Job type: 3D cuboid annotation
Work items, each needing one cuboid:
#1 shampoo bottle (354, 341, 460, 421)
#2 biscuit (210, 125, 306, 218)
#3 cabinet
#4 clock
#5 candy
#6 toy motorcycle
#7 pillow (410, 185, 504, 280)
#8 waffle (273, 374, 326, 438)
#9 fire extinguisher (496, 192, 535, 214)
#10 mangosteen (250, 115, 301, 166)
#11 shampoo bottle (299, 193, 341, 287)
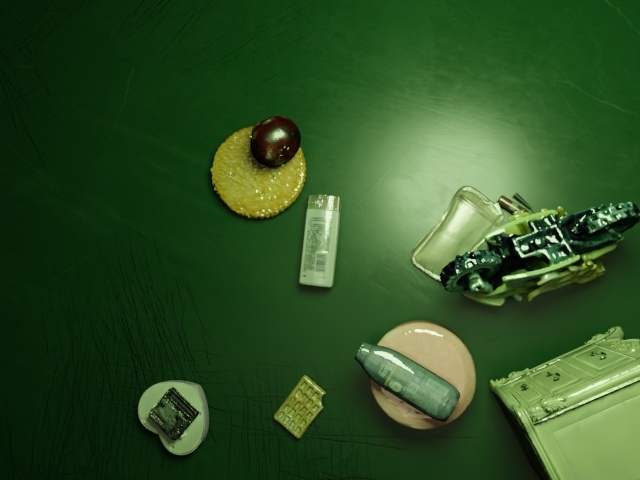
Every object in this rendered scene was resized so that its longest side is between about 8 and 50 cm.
[{"bbox_3d":[0.184,0.302,1.150,0.234,0.049,0.087,29,93,12],"label":"shampoo bottle"},{"bbox_3d":[-0.158,-0.179,1.363,0.254,0.035,0.253,-1,84,10],"label":"biscuit"},{"bbox_3d":[0.552,0.341,1.049,0.318,0.290,0.227,-28,83,6],"label":"cabinet"},{"bbox_3d":[-0.369,0.440,1.345,0.198,0.064,0.172,41,95,11],"label":"clock"},{"bbox_3d":[0.231,0.314,1.215,0.256,0.094,0.255,-1,85,11],"label":"candy"},{"bbox_3d":[0.457,0.035,1.123,0.410,0.237,0.168,-20,68,8],"label":"toy motorcycle"},{"bbox_3d":[0.326,-0.012,1.250,0.131,0.038,0.232,36,94,9],"label":"pillow"},{"bbox_3d":[-0.045,0.412,1.303,0.092,0.021,0.135,39,95,13],"label":"waffle"},{"bbox_3d":[0.469,-0.079,1.236,0.100,0.032,0.046,34,59,12],"label":"fire extinguisher"},{"bbox_3d":[-0.118,-0.250,1.291,0.140,0.140,0.140,-1,85,12],"label":"mangosteen"},{"bbox_3d":[0.000,0.000,1.307,0.086,0.056,0.227,4,86,14],"label":"shampoo bottle"}]
